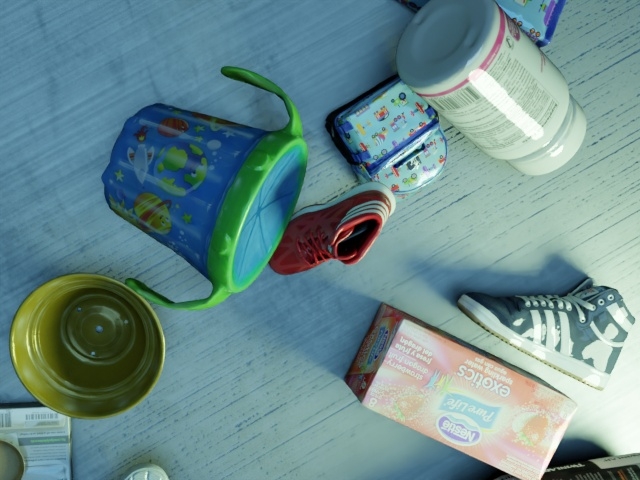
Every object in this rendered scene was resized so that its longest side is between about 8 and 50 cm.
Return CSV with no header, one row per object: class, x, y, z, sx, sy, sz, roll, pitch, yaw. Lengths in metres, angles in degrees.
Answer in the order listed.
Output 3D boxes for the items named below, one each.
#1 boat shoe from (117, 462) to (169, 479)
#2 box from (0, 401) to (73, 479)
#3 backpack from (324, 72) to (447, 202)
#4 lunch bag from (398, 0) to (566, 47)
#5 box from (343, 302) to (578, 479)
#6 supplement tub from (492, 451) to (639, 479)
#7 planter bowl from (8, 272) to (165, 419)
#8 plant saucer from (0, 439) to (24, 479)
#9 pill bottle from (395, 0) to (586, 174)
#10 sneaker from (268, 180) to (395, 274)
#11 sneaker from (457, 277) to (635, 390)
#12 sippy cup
boat shoe,-0.294,0.466,1.485,0.109,0.094,0.302,14,94,-19
box,-0.439,0.332,1.481,0.145,0.038,0.186,-2,95,-7
backpack,0.111,-0.141,1.477,0.158,0.117,0.173,-31,102,-3
lunch bag,0.275,-0.446,1.475,0.221,0.138,0.293,27,82,-7
box,0.206,0.226,1.506,0.300,0.154,0.142,26,91,-11
supplement tub,0.377,0.439,1.531,0.316,0.193,0.193,-7,96,-8
planter bowl,-0.326,0.139,1.446,0.217,0.090,0.217,0,104,0
plant saucer,-0.467,0.324,1.449,0.084,0.015,0.083,-1,95,-7
pill bottle,0.248,-0.214,1.418,0.283,0.160,0.160,33,90,-41
sneaker,0.000,0.000,1.433,0.221,0.128,0.087,-35,102,25
sneaker,0.353,0.106,1.541,0.282,0.099,0.153,28,96,-17
sippy cup,-0.167,-0.076,1.387,0.224,0.240,0.305,23,54,12
